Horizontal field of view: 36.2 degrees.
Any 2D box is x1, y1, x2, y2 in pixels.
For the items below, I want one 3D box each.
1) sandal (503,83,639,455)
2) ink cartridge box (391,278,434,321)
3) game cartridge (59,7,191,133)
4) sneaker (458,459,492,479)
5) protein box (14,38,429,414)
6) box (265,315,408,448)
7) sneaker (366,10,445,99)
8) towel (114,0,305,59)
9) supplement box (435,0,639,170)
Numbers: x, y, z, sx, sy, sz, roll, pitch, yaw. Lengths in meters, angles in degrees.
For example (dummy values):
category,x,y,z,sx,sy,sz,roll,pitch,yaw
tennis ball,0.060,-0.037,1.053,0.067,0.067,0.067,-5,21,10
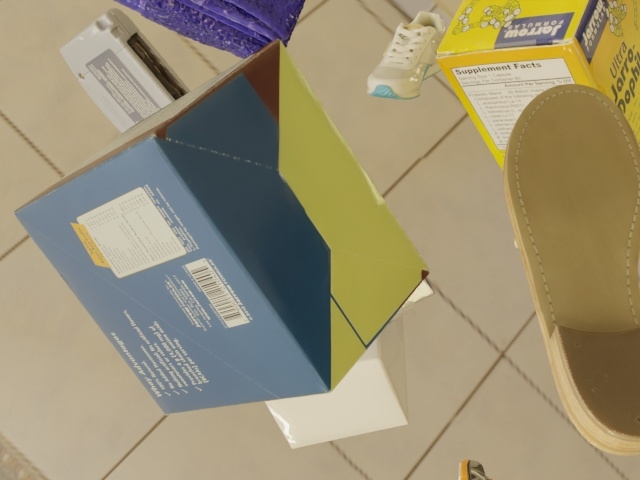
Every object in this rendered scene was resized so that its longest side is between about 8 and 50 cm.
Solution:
category,x,y,z,sx,sy,sz,roll,pitch,yaw
sandal,0.148,0.021,0.579,0.088,0.079,0.240,3,55,-5
ink cartridge box,0.000,0.000,1.537,0.330,0.071,0.324,-14,68,-56
game cartridge,-0.321,-0.258,1.736,0.297,0.198,0.062,51,58,-20
sneaker,0.251,0.405,1.485,0.083,0.215,0.084,-3,109,4
protein box,-0.073,0.002,0.703,0.136,0.201,0.200,-45,108,-38
box,0.027,0.165,1.728,0.215,0.168,0.345,-15,36,14
sneaker,0.132,-0.285,1.518,0.087,0.092,0.228,12,34,19
towel,-0.140,-0.333,1.004,0.308,0.076,0.227,23,78,-14
supplement box,0.341,-0.200,1.325,0.356,0.194,0.195,51,55,-39
